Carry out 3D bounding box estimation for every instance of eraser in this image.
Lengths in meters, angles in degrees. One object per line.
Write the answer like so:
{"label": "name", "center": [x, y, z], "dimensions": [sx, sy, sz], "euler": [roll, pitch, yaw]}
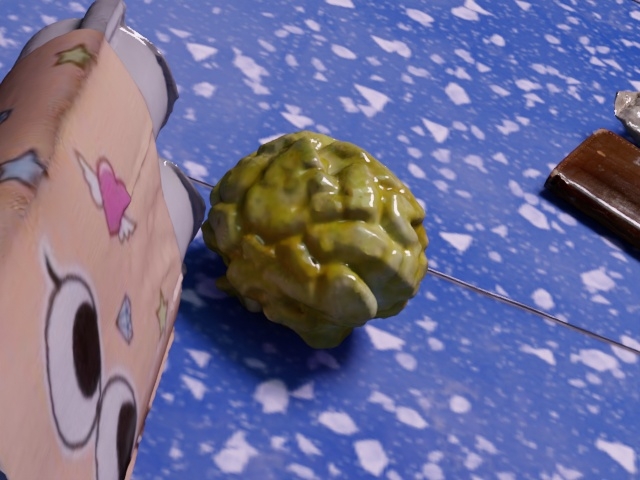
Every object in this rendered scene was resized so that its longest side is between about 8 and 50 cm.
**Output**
{"label": "eraser", "center": [-0.120, 0.035, 0.691], "dimensions": [0.087, 0.171, 0.290], "euler": [-2, 34, 9]}

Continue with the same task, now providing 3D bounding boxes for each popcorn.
{"label": "popcorn", "center": [0.000, 0.000, 0.864], "dimensions": [0.121, 0.116, 0.106], "euler": [-9, -6, 17]}

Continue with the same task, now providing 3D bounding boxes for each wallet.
{"label": "wallet", "center": [0.240, -0.007, 1.086], "dimensions": [0.176, 0.026, 0.095], "euler": [34, 41, 14]}

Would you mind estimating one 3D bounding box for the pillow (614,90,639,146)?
{"label": "pillow", "center": [0.308, -0.050, 1.158], "dimensions": [0.208, 0.053, 0.119], "euler": [37, 32, 16]}
